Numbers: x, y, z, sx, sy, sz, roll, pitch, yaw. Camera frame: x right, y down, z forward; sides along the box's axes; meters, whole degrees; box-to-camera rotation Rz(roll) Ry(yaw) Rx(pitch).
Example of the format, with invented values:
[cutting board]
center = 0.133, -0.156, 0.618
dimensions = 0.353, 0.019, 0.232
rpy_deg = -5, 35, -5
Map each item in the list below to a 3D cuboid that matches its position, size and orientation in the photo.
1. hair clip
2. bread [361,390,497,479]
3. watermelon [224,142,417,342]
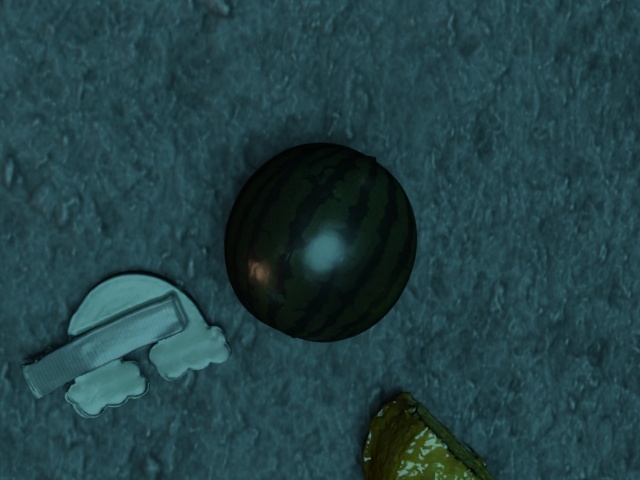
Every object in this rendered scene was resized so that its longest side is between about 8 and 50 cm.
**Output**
[hair clip]
center = -0.218, 0.110, 1.529
dimensions = 0.220, 0.054, 0.140
rpy_deg = -24, 100, -11
[bread]
center = 0.134, 0.292, 1.595
dimensions = 0.139, 0.143, 0.229
rpy_deg = -45, 104, -4
[watermelon]
center = 0.000, 0.000, 1.482
dimensions = 0.212, 0.212, 0.212
rpy_deg = -2, 100, -13
